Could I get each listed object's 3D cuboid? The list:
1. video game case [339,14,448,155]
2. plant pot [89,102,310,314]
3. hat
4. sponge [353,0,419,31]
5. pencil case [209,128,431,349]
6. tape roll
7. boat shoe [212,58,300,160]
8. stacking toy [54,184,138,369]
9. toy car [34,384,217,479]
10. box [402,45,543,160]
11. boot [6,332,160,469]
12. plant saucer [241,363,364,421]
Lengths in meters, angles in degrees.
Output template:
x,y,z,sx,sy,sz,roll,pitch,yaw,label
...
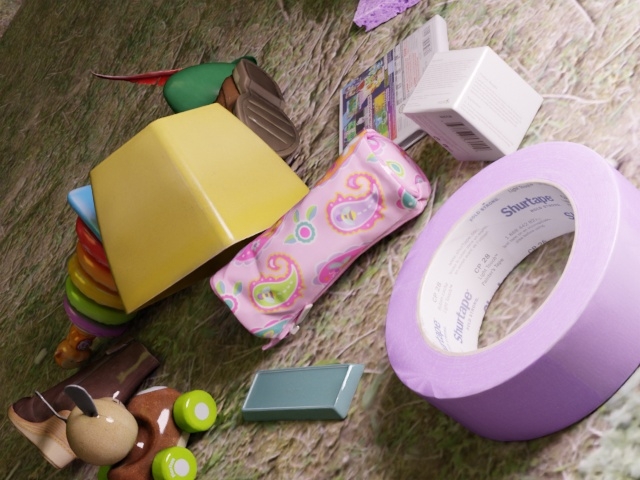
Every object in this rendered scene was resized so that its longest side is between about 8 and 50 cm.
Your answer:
x,y,z,sx,sy,sz,roll,pitch,yaw,label
0.095,-0.180,1.614,0.183,0.023,0.201,-35,34,30,video game case
-0.168,-0.055,1.604,0.212,0.187,0.212,-32,-4,34,plant pot
-0.236,-0.270,2.039,0.208,0.183,0.173,-46,29,14,hat
0.118,-0.409,1.822,0.117,0.031,0.210,-23,40,43,sponge
0.000,0.000,1.465,0.284,0.124,0.124,-45,29,18,pencil case
0.189,0.045,1.154,0.275,0.090,0.274,-37,31,28,tape roll
-0.106,-0.160,1.821,0.104,0.111,0.307,-48,19,18,boat shoe
-0.323,0.078,1.845,0.166,0.175,0.301,45,117,31,stacking toy
-0.254,0.220,1.518,0.155,0.188,0.149,-19,43,46,toy car
0.169,-0.151,1.385,0.102,0.101,0.087,7,64,58,box
-0.338,0.220,1.789,0.207,0.090,0.248,-47,25,-14,boot
-0.026,0.171,1.412,0.192,0.018,0.067,-13,48,52,plant saucer
